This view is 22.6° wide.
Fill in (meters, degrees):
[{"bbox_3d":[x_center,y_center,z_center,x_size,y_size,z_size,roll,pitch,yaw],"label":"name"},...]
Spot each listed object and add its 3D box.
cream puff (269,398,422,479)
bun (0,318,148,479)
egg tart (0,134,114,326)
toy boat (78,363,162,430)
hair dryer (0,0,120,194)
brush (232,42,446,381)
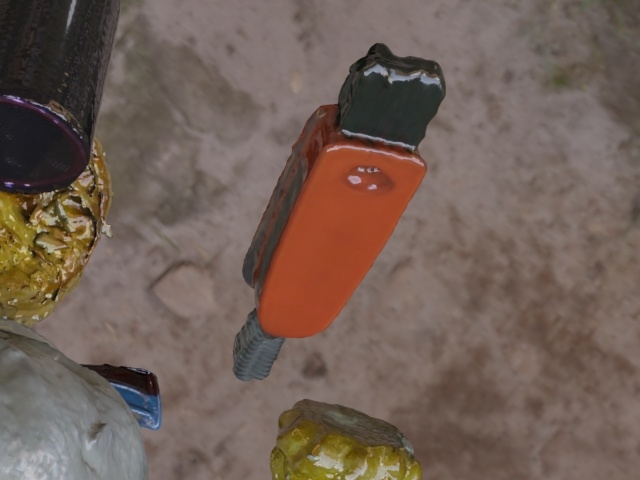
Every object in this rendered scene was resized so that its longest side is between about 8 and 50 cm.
[{"bbox_3d":[0.015,0.214,1.450,0.146,0.146,0.116,9,104,-37],"label":"cream puff"},{"bbox_3d":[-0.291,0.142,1.101,0.355,0.354,0.194,-7,93,-31],"label":"bun"},{"bbox_3d":[-0.283,-0.040,1.384,0.252,0.098,0.231,18,84,-56],"label":"egg tart"},{"bbox_3d":[-0.266,0.185,1.679,0.100,0.223,0.097,50,42,-55],"label":"toy boat"},{"bbox_3d":[-0.218,-0.092,0.718,0.248,0.114,0.070,8,138,-2],"label":"hair dryer"},{"bbox_3d":[0.000,0.001,1.018,0.070,0.051,0.323,5,142,-19],"label":"brush"}]
